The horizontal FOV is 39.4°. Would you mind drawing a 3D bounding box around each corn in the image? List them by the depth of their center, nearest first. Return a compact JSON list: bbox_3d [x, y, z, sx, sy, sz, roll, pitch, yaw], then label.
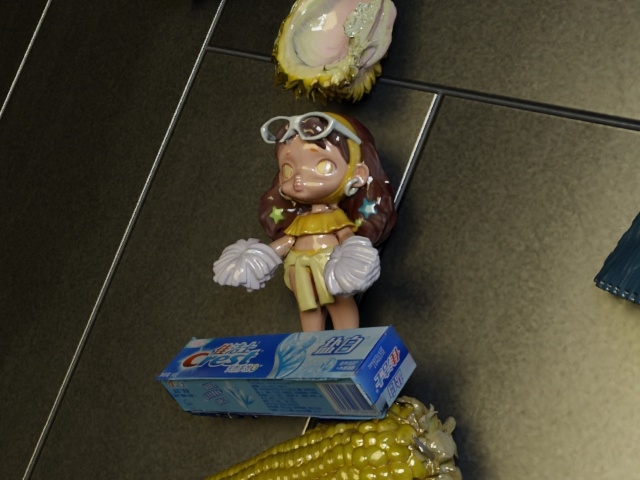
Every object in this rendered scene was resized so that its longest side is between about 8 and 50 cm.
[{"bbox_3d":[-0.023,0.225,0.767,0.305,0.106,0.106,-27,61,24],"label":"corn"}]

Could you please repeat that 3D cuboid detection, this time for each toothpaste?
[{"bbox_3d":[-0.041,0.118,0.794,0.272,0.053,0.066,-10,32,46],"label":"toothpaste"}]

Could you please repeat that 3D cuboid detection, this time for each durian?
[{"bbox_3d":[0.037,-0.224,0.906,0.140,0.078,0.224,15,72,48],"label":"durian"}]

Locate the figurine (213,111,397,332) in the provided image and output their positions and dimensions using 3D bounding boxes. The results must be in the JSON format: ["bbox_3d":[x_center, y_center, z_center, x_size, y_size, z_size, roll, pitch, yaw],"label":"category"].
[{"bbox_3d":[0.000,-0.002,0.824,0.174,0.115,0.240,-4,78,35],"label":"figurine"}]

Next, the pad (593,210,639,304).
[{"bbox_3d":[0.288,-0.065,0.591,0.012,0.269,0.270,34,93,0],"label":"pad"}]
